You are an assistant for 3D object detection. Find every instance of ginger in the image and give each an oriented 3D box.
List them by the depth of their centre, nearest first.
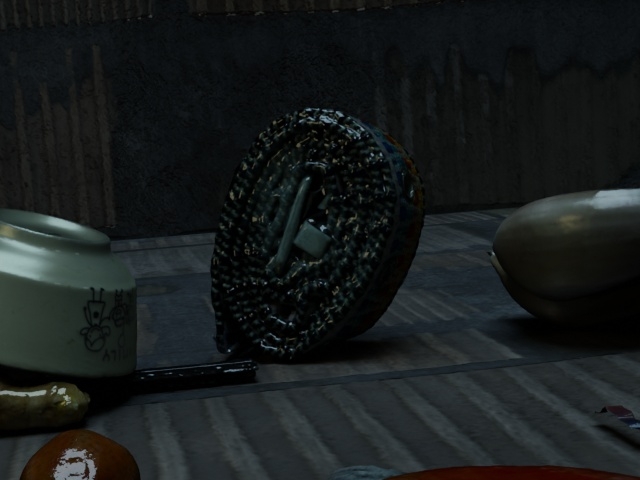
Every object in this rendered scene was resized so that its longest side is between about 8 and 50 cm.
[{"bbox_3d":[-0.299,0.147,1.175,0.165,0.067,0.096,10,-1,-12],"label":"ginger"}]

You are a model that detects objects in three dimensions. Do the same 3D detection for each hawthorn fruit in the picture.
[{"bbox_3d":[-0.160,0.169,0.829,0.081,0.081,0.093,-4,7,0],"label":"hawthorn fruit"}]

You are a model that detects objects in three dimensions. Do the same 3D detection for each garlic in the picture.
[{"bbox_3d":[0.333,0.020,1.432,0.325,0.132,0.279,-11,-25,22],"label":"garlic"}]

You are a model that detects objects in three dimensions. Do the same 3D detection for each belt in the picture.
[{"bbox_3d":[0.000,0.000,1.443,0.206,0.295,0.160,16,6,18],"label":"belt"}]

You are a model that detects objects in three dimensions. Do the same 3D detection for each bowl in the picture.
[{"bbox_3d":[-0.285,0.044,1.255,0.237,0.126,0.238,15,7,-2],"label":"bowl"}]

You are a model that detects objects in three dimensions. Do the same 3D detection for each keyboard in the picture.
[{"bbox_3d":[-0.181,0.143,1.310,0.231,0.023,0.072,-4,0,-10],"label":"keyboard"}]

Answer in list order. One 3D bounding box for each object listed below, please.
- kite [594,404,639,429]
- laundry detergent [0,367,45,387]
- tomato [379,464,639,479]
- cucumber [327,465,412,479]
[{"bbox_3d":[0.327,0.157,0.901,0.204,0.022,0.360,-5,8,-17],"label":"kite"},{"bbox_3d":[-0.381,0.118,1.424,0.099,0.070,0.225,-7,6,-31],"label":"laundry detergent"},{"bbox_3d":[0.073,0.153,0.407,0.338,0.144,0.338,1,1,0],"label":"tomato"},{"bbox_3d":[0.054,0.170,0.755,0.112,0.064,0.064,2,9,30],"label":"cucumber"}]
